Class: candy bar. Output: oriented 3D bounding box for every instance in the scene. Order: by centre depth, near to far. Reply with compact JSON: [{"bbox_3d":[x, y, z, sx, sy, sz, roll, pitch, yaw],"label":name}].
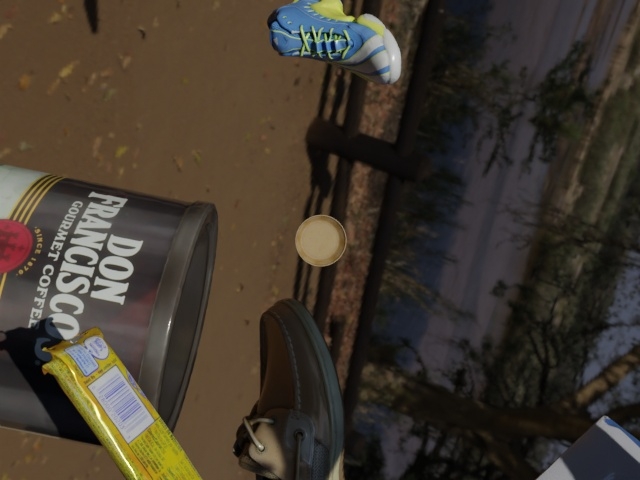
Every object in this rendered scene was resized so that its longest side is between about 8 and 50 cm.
[{"bbox_3d":[-0.087,0.115,0.402,0.018,0.161,0.040,-28,-173,45],"label":"candy bar"}]

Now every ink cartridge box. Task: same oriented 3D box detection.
[{"bbox_3d":[0.409,0.490,1.263,0.270,0.151,0.395,-36,146,-16],"label":"ink cartridge box"}]

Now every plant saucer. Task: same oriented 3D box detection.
[{"bbox_3d":[0.000,0.000,1.264,0.015,0.083,0.083,-153,-96,-81],"label":"plant saucer"}]

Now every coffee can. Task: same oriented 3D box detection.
[{"bbox_3d":[-0.236,0.043,0.602,0.201,0.275,0.202,-169,-90,-89],"label":"coffee can"}]

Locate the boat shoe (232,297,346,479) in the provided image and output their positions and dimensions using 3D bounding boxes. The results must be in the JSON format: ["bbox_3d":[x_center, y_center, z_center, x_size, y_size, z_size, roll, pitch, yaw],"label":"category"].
[{"bbox_3d":[-0.040,0.239,0.907,0.121,0.110,0.341,-20,-103,64],"label":"boat shoe"}]

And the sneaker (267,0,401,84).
[{"bbox_3d":[0.006,-0.268,1.081,0.126,0.240,0.091,-24,133,-19],"label":"sneaker"}]
